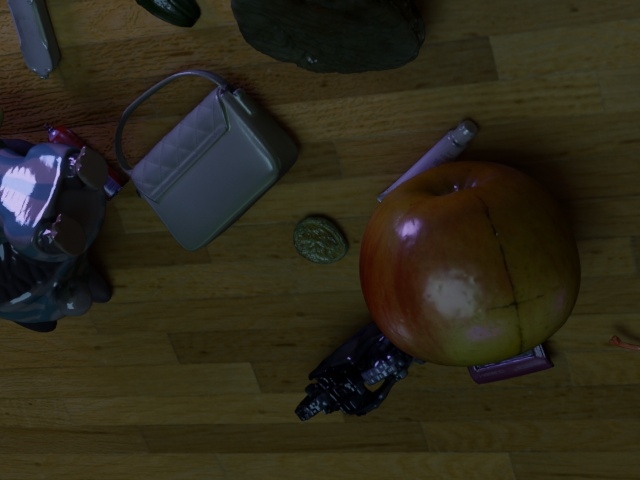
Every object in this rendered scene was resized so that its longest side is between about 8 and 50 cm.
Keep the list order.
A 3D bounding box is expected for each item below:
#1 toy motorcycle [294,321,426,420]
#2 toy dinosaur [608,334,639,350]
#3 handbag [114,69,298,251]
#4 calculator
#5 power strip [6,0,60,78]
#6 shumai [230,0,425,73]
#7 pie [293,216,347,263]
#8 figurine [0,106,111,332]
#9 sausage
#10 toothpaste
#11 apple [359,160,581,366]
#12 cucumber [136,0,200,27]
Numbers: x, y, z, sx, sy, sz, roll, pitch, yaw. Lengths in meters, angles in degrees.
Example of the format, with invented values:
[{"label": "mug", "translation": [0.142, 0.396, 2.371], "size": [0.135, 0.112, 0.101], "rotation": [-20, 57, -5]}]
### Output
[{"label": "toy motorcycle", "translation": [0.066, 0.183, 2.134], "size": [0.106, 0.159, 0.270], "rotation": [50, 143, -5]}, {"label": "toy dinosaur", "translation": [0.531, 0.143, 1.963], "size": [0.280, 0.055, 0.101], "rotation": [13, 150, 9]}, {"label": "handbag", "translation": [-0.171, -0.125, 2.038], "size": [0.219, 0.079, 0.256], "rotation": [49, 127, -2]}, {"label": "calculator", "translation": [0.241, 0.115, 2.073], "size": [0.127, 0.034, 0.190], "rotation": [-16, 111, 31]}, {"label": "power strip", "translation": [-0.400, -0.311, 2.015], "size": [0.048, 0.030, 0.191], "rotation": [3, 125, 21]}, {"label": "shumai", "translation": [0.018, -0.329, 1.794], "size": [0.222, 0.203, 0.272], "rotation": [1, 159, 23]}, {"label": "pie", "translation": [-0.002, 0.000, 2.091], "size": [0.084, 0.021, 0.084], "rotation": [11, 131, 13]}, {"label": "figurine", "translation": [-0.390, -0.008, 2.131], "size": [0.361, 0.266, 0.378], "rotation": [5, 163, 32]}, {"label": "sausage", "translation": [-0.346, -0.118, 2.127], "size": [0.145, 0.048, 0.050], "rotation": [42, 166, -11]}, {"label": "toothpaste", "translation": [0.146, -0.096, 1.960], "size": [0.048, 0.031, 0.190], "rotation": [35, 132, -9]}, {"label": "apple", "translation": [0.189, 0.028, 1.871], "size": [0.286, 0.286, 0.233], "rotation": [-9, 111, 26]}, {"label": "cucumber", "translation": [-0.209, -0.318, 1.933], "size": [0.107, 0.035, 0.067], "rotation": [38, 127, -10]}]
